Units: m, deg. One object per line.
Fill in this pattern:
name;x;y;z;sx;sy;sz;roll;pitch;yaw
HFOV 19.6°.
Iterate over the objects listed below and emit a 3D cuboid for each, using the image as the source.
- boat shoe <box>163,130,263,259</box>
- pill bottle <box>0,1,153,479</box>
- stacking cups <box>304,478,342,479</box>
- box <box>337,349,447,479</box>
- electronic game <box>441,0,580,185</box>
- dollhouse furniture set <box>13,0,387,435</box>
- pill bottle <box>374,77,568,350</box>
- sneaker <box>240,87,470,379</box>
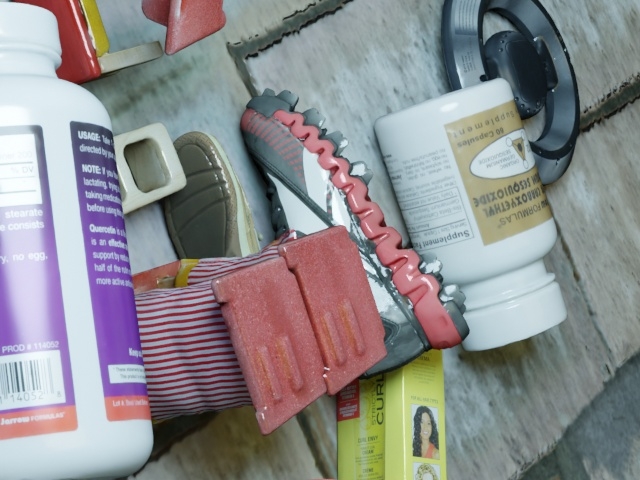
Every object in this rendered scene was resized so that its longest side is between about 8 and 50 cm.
boat shoe;-0.077;0.000;1.512;0.072;0.068;0.190;-28;110;-59
pill bottle;-0.221;0.011;1.260;0.181;0.181;0.323;0;79;-47
stacking cups;-0.006;0.350;1.472;0.096;0.096;0.316;19;61;-42
box;0.060;0.146;1.593;0.058;0.087;0.232;13;71;-43
electronic game;0.191;-0.164;1.846;0.229;0.048;0.229;27;55;-46
dollhouse furniture set;-0.120;-0.045;1.369;0.152;0.201;0.374;-25;98;-47
pill bottle;0.144;-0.023;1.695;0.131;0.131;0.229;-23;96;-47
sneaker;0.000;0.000;1.539;0.276;0.135;0.097;54;-3;15
